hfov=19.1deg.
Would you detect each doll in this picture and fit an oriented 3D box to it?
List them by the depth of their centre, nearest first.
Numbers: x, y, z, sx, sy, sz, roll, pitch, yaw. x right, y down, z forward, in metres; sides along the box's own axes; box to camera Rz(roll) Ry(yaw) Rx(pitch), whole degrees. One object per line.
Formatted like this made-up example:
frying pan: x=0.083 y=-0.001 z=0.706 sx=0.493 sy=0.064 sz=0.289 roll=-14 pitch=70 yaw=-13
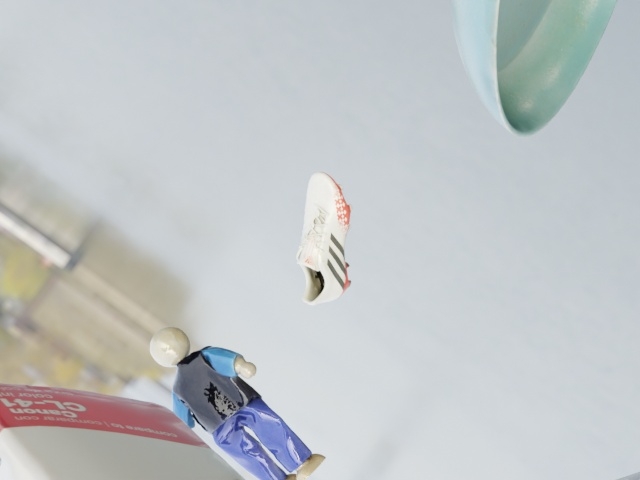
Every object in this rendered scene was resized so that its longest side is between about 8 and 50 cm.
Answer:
doll: x=-0.087 y=0.154 z=1.727 sx=0.189 sy=0.129 sz=0.046 roll=47 pitch=-145 yaw=1

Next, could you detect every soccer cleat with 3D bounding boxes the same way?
soccer cleat: x=0.000 y=0.000 z=1.152 sx=0.029 sy=0.035 sz=0.083 roll=16 pitch=120 yaw=37

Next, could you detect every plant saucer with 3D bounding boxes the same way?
plant saucer: x=0.138 y=-0.214 z=1.049 sx=0.043 sy=0.317 sz=0.317 roll=18 pitch=167 yaw=18

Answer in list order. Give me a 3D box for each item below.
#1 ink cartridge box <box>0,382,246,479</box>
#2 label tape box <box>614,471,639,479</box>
ink cartridge box: x=-0.096 y=0.222 z=0.882 sx=0.131 sy=0.226 sz=0.306 roll=13 pitch=-171 yaw=-28
label tape box: x=0.197 y=0.240 z=0.974 sx=0.240 sy=0.333 sz=0.106 roll=66 pitch=-155 yaw=-1
